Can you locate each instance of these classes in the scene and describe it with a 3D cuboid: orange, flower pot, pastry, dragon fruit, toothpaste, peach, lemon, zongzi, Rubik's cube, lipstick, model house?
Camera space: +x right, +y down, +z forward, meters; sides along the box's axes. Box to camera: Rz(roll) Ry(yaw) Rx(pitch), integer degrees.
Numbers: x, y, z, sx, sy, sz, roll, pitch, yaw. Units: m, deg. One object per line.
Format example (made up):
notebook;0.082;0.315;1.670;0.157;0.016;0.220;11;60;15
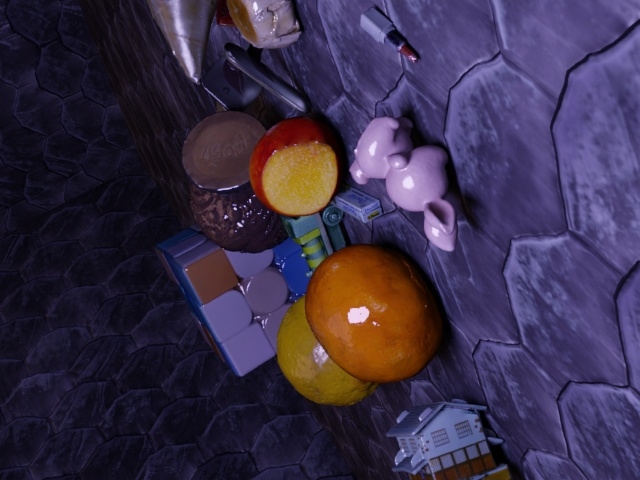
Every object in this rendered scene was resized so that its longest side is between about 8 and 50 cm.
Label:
orange;0.098;0.143;1.438;0.284;0.226;0.284;51;168;15
flower pot;-0.175;-0.136;1.651;0.266;0.267;0.267;53;172;23
pastry;-0.104;-0.408;1.324;0.165;0.088;0.166;56;167;20
dragon fruit;-0.181;-0.469;1.549;0.131;0.063;0.097;169;105;-74
toothpaste;0.062;-0.077;1.477;0.164;0.046;0.034;34;147;58
peach;-0.042;-0.138;1.437;0.190;0.190;0.192;62;165;-5
lemon;0.032;0.240;1.729;0.293;0.293;0.293;53;163;24
zongzi;-0.275;-0.502;1.375;0.356;0.174;0.392;-141;48;-61
Rubik's cube;-0.195;0.101;2.044;0.344;0.347;0.346;64;164;-19
lipstick;0.098;-0.279;1.041;0.107;0.025;0.025;48;161;22
model house;0.253;0.436;1.529;0.224;0.199;0.215;119;136;-74

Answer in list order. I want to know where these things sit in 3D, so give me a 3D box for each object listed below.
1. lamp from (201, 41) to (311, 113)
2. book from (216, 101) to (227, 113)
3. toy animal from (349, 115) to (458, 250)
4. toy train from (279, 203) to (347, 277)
lamp;-0.120;-0.323;1.540;0.203;0.124;0.283;42;165;-14
book;-0.238;-0.286;2.092;0.192;0.013;0.168;57;164;12
toy animal;0.148;-0.088;1.106;0.212;0.124;0.124;46;161;15
toy train;0.000;0.000;1.649;0.083;0.132;0.200;31;146;61
